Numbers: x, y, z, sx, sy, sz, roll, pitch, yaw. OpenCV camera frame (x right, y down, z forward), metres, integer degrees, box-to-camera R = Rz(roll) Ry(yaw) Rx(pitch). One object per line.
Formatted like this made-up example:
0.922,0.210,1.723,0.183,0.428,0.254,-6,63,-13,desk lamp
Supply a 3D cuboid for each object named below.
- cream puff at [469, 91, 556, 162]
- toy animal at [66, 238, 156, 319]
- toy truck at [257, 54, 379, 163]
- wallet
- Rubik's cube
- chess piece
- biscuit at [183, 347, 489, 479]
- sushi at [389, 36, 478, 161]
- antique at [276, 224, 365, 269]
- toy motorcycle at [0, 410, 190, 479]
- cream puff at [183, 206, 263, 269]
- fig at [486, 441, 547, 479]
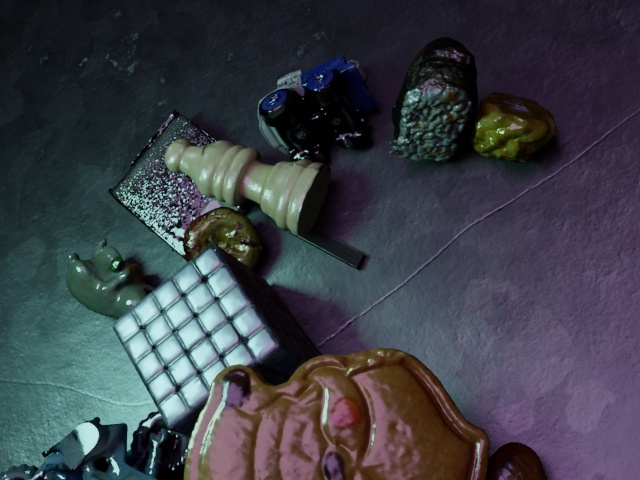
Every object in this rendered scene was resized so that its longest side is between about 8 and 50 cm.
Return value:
0.321,-0.183,1.862,0.146,0.146,0.116,38,125,31,cream puff
-0.361,0.115,2.036,0.251,0.127,0.125,41,76,17,toy animal
-0.011,-0.257,2.022,0.213,0.161,0.177,-23,42,13,toy truck
-0.262,-0.104,2.101,0.262,0.071,0.221,39,86,24,wallet
-0.166,0.187,1.838,0.237,0.237,0.238,-40,61,7,Rubik's cube
-0.148,-0.114,1.991,0.307,0.124,0.139,17,89,17,chess piece
0.026,0.340,1.610,0.455,0.078,0.350,-8,79,0,biscuit
0.197,-0.233,1.866,0.136,0.225,0.126,7,54,-7,sushi
0.000,0.000,1.973,0.192,0.015,0.031,28,78,29,antique
-0.384,0.441,1.859,0.416,0.172,0.232,-20,56,4,toy motorcycle
-0.179,0.012,1.997,0.149,0.084,0.149,0,91,-4,cream puff
0.306,0.373,1.655,0.119,0.153,0.119,-51,24,32,fig
